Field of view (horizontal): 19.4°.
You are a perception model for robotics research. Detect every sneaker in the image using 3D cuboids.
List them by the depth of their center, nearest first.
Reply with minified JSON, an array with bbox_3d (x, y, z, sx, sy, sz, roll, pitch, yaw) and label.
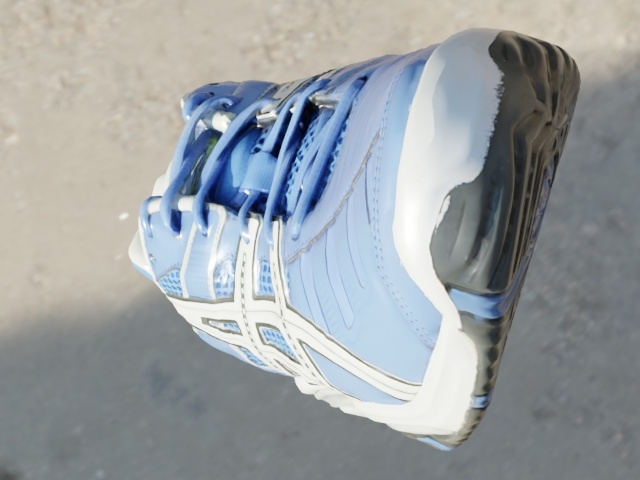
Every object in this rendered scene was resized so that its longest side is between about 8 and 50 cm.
[{"bbox_3d":[0.000,0.000,0.423,0.081,0.211,0.080,21,75,-5],"label":"sneaker"}]
